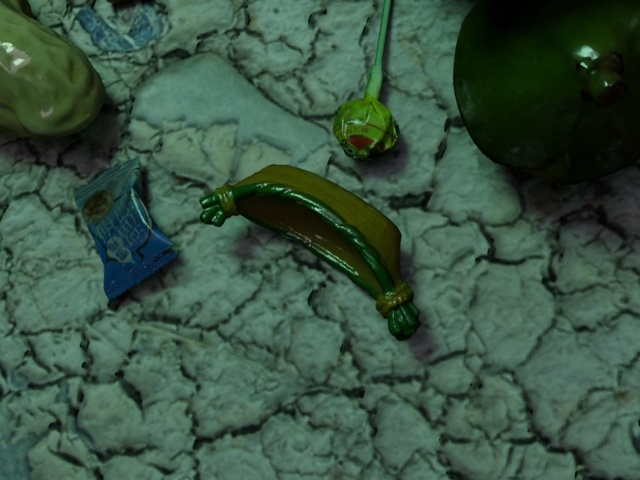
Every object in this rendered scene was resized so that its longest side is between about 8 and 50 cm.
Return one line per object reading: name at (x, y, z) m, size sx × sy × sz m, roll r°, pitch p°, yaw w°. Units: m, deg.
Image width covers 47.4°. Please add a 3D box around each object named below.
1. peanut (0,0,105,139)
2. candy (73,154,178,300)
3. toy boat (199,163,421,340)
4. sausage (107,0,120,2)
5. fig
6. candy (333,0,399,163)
peanut at (-0.355, -0.213, 0.759) m, size 0.325 × 0.140 × 0.153 m, roll 39°, pitch 44°, yaw 10°
candy at (-0.197, -0.018, 0.731) m, size 0.088 × 0.038 × 0.136 m, roll -33°, pitch 65°, yaw 16°
toy boat at (0.000, 0.000, 0.656) m, size 0.229 × 0.089 × 0.088 m, roll 29°, pitch 69°, yaw 13°
sausage at (-0.201, -0.285, 0.797) m, size 0.083 × 0.034 × 0.034 m, roll -13°, pitch 74°, yaw 7°
fig at (0.204, -0.139, 0.576) m, size 0.195 × 0.245 × 0.196 m, roll 0°, pitch 93°, yaw 9°
candy at (0.055, -0.166, 0.713) m, size 0.062 × 0.058 × 0.194 m, roll 16°, pitch 69°, yaw -13°
